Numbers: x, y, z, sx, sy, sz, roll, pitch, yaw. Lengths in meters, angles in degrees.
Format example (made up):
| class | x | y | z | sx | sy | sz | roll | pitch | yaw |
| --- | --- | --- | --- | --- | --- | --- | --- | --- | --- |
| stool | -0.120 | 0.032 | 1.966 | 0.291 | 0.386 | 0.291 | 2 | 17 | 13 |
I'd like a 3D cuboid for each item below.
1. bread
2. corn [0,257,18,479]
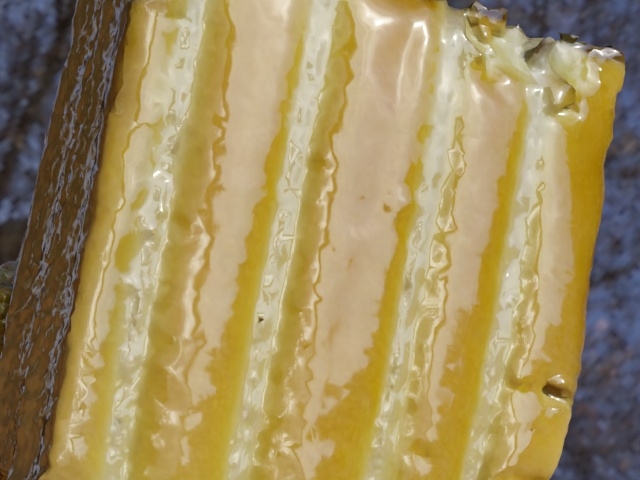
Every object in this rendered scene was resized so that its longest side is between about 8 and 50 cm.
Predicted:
| class | x | y | z | sx | sy | sz | roll | pitch | yaw |
| --- | --- | --- | --- | --- | --- | --- | --- | --- | --- |
| bread | 0.000 | 0.000 | 0.789 | 0.239 | 0.246 | 0.111 | 13 | -7 | -26 |
| corn | -0.125 | 0.087 | 0.880 | 0.063 | 0.085 | 0.165 | 0 | -69 | 6 |
